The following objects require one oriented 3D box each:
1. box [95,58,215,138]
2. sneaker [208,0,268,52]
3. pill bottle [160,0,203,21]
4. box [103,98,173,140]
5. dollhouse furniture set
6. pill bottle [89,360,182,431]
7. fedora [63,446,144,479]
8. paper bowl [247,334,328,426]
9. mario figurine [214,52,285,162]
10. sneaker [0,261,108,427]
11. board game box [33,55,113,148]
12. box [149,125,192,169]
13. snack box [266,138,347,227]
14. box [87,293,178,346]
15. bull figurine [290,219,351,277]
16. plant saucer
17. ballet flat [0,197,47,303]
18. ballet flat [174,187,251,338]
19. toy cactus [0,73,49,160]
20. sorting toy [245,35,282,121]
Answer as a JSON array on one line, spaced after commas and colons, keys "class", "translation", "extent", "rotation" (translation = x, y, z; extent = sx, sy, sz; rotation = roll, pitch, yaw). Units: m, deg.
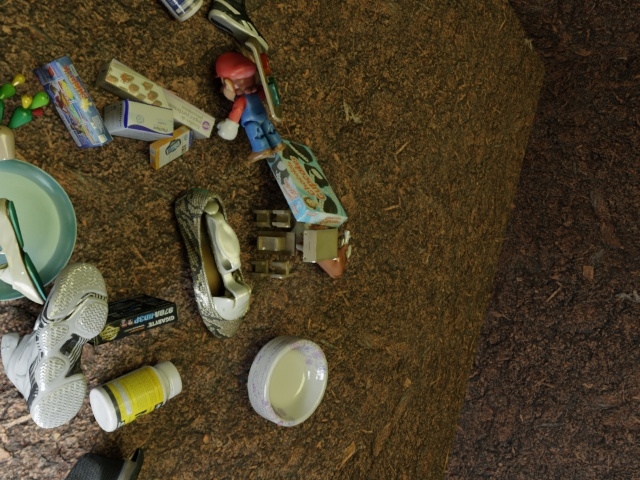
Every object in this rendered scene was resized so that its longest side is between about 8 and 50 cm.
[{"class": "box", "translation": [-0.434, -0.371, 1.426], "extent": [0.324, 0.067, 0.063], "rotation": [25, 76, -44]}, {"class": "sneaker", "translation": [-0.228, -0.671, 1.603], "extent": [0.217, 0.079, 0.121], "rotation": [23, 76, -45]}, {"class": "pill bottle", "translation": [-0.401, -0.679, 1.411], "extent": [0.169, 0.094, 0.094], "rotation": [48, 61, -38]}, {"class": "box", "translation": [-0.462, -0.302, 1.349], "extent": [0.126, 0.137, 0.072], "rotation": [2, 92, -46]}, {"class": "dollhouse furniture set", "translation": [-0.086, 0.009, 1.708], "extent": [0.161, 0.242, 0.212], "rotation": [-6, 98, -64]}, {"class": "pill bottle", "translation": [-0.482, 0.403, 1.403], "extent": [0.208, 0.119, 0.119], "rotation": [-19, 107, -43]}, {"class": "fedora", "translation": [-0.567, 0.642, 1.277], "extent": [0.152, 0.334, 0.334], "rotation": [29, 70, -12]}, {"class": "paper bowl", "translation": [-0.120, 0.456, 1.765], "extent": [0.284, 0.148, 0.284], "rotation": [-5, 97, -47]}, {"class": "mario figurine", "translation": [-0.232, -0.398, 1.592], "extent": [0.198, 0.170, 0.321], "rotation": [-82, 152, -76]}, {"class": "sneaker", "translation": [-0.595, 0.202, 1.166], "extent": [0.137, 0.210, 0.366], "rotation": [3, 104, -54]}, {"class": "board game box", "translation": [-0.574, -0.314, 1.233], "extent": [0.035, 0.136, 0.201], "rotation": [-41, 122, -35]}, {"class": "box", "translation": [-0.408, -0.258, 1.457], "extent": [0.136, 0.028, 0.081], "rotation": [-45, 167, -36]}, {"class": "snack box", "translation": [-0.054, -0.189, 1.703], "extent": [0.187, 0.060, 0.322], "rotation": [7, 47, -47]}, {"class": "box", "translation": [-0.497, 0.193, 1.329], "extent": [0.220, 0.175, 0.051], "rotation": [-14, 104, -45]}, {"class": "bull figurine", "translation": [0.000, 0.000, 1.884], "extent": [0.310, 0.101, 0.188], "rotation": [49, 58, -36]}, {"class": "plant saucer", "translation": [-0.712, -0.026, 1.182], "extent": [0.317, 0.043, 0.318], "rotation": [-6, 98, -46]}, {"class": "ballet flat", "translation": [-0.673, 0.032, 1.153], "extent": [0.086, 0.086, 0.248], "rotation": [-26, 110, -42]}, {"class": "ballet flat", "translation": [-0.288, 0.084, 1.533], "extent": [0.164, 0.182, 0.483], "rotation": [-28, 113, -42]}, {"class": "toy cactus", "translation": [-0.696, -0.261, 1.134], "extent": [0.219, 0.112, 0.181], "rotation": [-16, 104, -38]}, {"class": "sorting toy", "translation": [-0.155, -0.492, 1.575], "extent": [0.307, 0.041, 0.229], "rotation": [-99, 169, -64]}]
